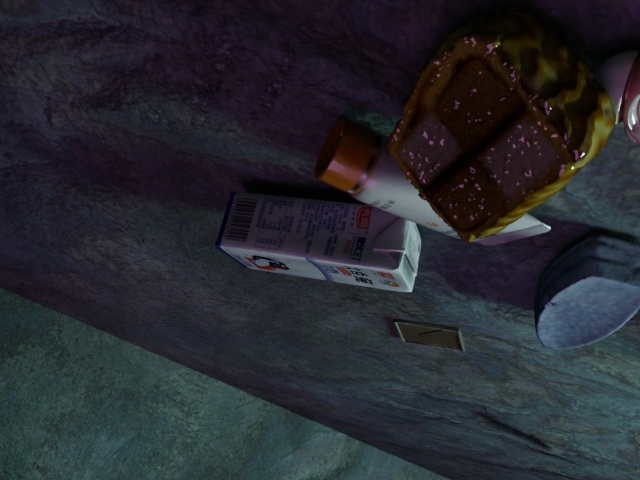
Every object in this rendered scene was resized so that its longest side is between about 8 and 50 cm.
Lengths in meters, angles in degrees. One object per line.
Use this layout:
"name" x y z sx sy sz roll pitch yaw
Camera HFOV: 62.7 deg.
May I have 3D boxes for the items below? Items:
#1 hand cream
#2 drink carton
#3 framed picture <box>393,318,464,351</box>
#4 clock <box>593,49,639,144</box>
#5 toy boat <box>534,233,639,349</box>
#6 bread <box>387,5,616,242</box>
"hand cream" 0.146 -0.062 0.719 0.314 0.089 0.139 20 164 -14
"drink carton" 0.000 0.000 0.861 0.314 0.107 0.130 7 163 21
"framed picture" 0.246 0.215 1.189 0.149 0.011 0.109 5 148 24
"clock" 0.348 -0.133 0.466 0.165 0.093 0.162 32 158 -11
"toy boat" 0.406 0.092 0.816 0.127 0.078 0.283 12 149 8
"bread" 0.173 -0.111 0.549 0.181 0.096 0.222 50 153 9
